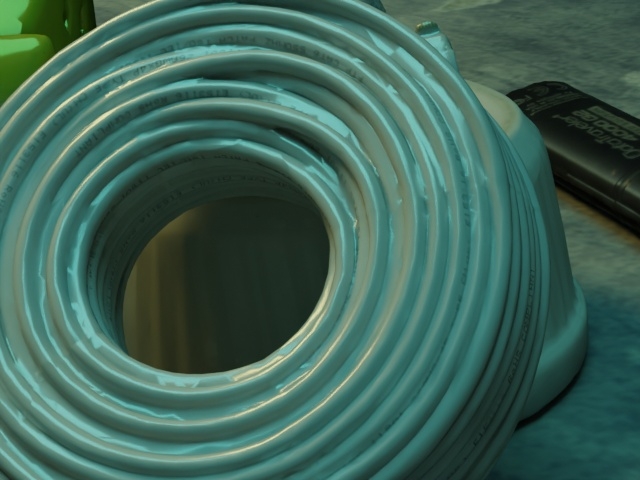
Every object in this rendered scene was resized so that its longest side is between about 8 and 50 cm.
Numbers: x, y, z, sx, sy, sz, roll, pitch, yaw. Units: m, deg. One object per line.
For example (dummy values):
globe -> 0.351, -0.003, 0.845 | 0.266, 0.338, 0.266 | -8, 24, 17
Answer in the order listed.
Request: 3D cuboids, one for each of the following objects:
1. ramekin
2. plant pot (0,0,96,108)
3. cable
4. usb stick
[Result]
ramekin -> 0.000, 0.000, 0.878 | 0.273, 0.127, 0.273 | -5, 21, 2
plant pot -> -0.234, -0.060, 0.942 | 0.227, 0.228, 0.207 | -7, 41, -5
cable -> -0.035, 0.019, 0.695 | 0.257, 0.089, 0.257 | -25, 63, 2
usb stick -> 0.189, -0.048, 1.070 | 0.077, 0.045, 0.278 | -19, 24, -14
